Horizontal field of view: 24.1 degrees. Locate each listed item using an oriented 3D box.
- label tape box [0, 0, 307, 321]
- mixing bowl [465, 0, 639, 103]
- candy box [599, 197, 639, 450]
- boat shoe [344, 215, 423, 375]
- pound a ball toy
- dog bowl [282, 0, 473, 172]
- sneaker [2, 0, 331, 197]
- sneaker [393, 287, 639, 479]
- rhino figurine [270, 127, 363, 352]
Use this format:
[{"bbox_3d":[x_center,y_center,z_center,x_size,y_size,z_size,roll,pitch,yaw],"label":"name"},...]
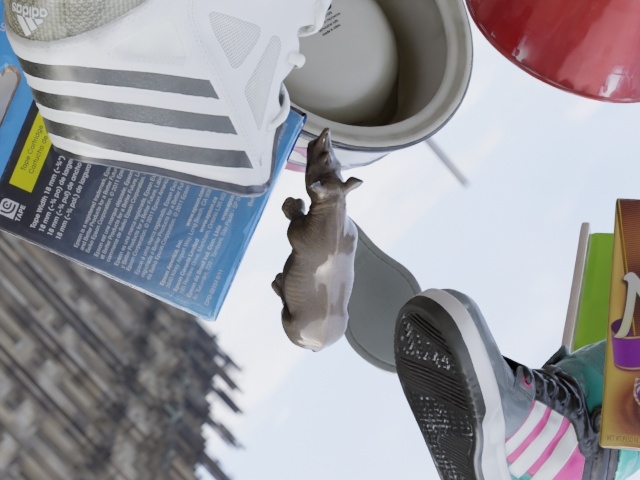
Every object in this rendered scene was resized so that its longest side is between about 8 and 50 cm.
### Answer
[{"bbox_3d":[-0.212,-0.094,1.587,0.106,0.333,0.241,-80,-166,-81],"label":"label tape box"},{"bbox_3d":[0.204,-0.196,1.082,0.181,0.181,0.098,-51,169,-44],"label":"mixing bowl"},{"bbox_3d":[0.268,0.065,1.115,0.109,0.187,0.053,3,171,14],"label":"candy box"},{"bbox_3d":[0.071,0.073,1.834,0.114,0.091,0.302,-36,-138,6],"label":"boat shoe"},{"bbox_3d":[0.365,0.112,1.572,0.208,0.136,0.319,-1,-148,15],"label":"pound a ball toy"},{"bbox_3d":[-0.010,-0.268,1.957,0.408,0.408,0.150,-49,-176,-36],"label":"dog bowl"},{"bbox_3d":[-0.043,-0.193,1.047,0.169,0.258,0.447,25,-137,32],"label":"sneaker"},{"bbox_3d":[0.175,0.119,1.179,0.178,0.296,0.124,-35,-140,-18],"label":"sneaker"},{"bbox_3d":[0.000,0.000,1.470,0.106,0.073,0.243,-111,-156,-58],"label":"rhino figurine"}]
